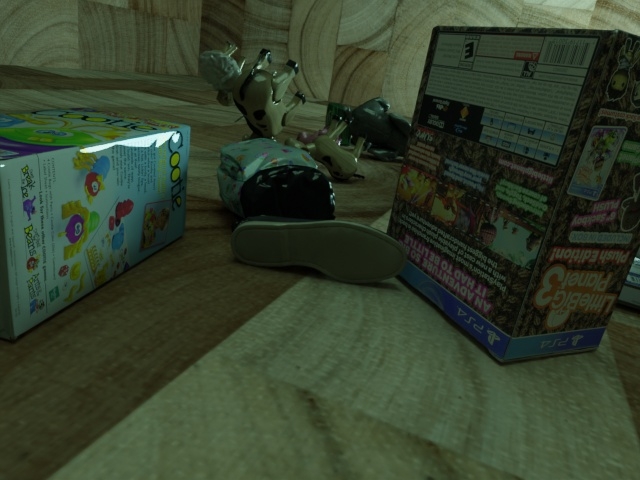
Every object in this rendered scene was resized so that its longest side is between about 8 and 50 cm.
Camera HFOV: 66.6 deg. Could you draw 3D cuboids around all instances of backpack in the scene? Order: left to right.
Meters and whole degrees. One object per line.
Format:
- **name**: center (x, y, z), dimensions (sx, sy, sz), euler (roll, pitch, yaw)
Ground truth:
- **backpack**: center (-0.077, -0.083, 0.712), dimensions (0.151, 0.115, 0.182), euler (-6, 22, -30)

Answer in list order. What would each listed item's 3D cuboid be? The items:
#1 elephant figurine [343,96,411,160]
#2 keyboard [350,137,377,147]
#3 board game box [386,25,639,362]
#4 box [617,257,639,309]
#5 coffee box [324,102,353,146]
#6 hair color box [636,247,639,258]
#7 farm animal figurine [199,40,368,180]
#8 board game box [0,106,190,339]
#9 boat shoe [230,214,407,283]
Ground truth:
- **elephant figurine**: center (0.206, -0.298, 1.387), dimensions (0.186, 0.170, 0.239), euler (-37, 61, -25)
- **keyboard**: center (0.190, -0.311, 1.575), dimensions (0.180, 0.023, 0.108), euler (4, 21, -13)
- **board game box**: center (0.207, -0.063, 0.524), dimensions (0.140, 0.291, 0.232), euler (0, 22, -25)
- **box**: center (0.428, 0.041, 0.714), dimensions (0.136, 0.037, 0.225), euler (18, 22, 21)
- **coffee box**: center (0.057, -0.374, 1.560), dimensions (0.040, 0.113, 0.184), euler (0, 23, -15)
- **hair color box**: center (0.619, -0.008, 0.672), dimensions (0.346, 0.174, 0.105), euler (22, 23, 11)
- **farm animal figurine**: center (-0.089, -0.245, 1.045), dimensions (0.330, 0.172, 0.327), euler (24, -17, 33)
- **board game box**: center (-0.261, -0.045, 0.485), dimensions (0.141, 0.145, 0.275), euler (12, 20, 9)
- **boat shoe**: center (0.000, 0.000, 0.582), dimensions (0.205, 0.075, 0.065), euler (6, 23, 5)
